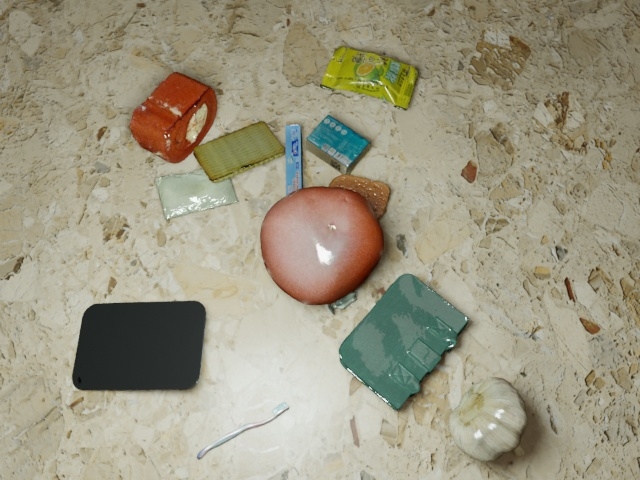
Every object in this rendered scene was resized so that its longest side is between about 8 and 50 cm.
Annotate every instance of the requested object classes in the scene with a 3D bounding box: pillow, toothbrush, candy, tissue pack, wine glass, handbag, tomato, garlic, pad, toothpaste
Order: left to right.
[{"bbox_3d":[-0.490,0.264,1.725,0.376,0.063,0.314,-2,69,11],"label":"pad"},{"bbox_3d":[-0.377,-0.153,1.876,0.230,0.050,0.148,-15,74,-6],"label":"pillow"},{"bbox_3d":[-0.204,0.501,1.629,0.269,0.021,0.027,-27,58,-10],"label":"toothbrush"},{"bbox_3d":[-0.079,-0.222,1.890,0.053,0.066,0.272,-1,68,0],"label":"toothpaste"},{"bbox_3d":[0.000,0.000,1.682,0.342,0.273,0.341,0,84,-1],"label":"tomato"},{"bbox_3d":[0.052,-0.293,1.909,0.169,0.082,0.120,36,72,13],"label":"tissue pack"},{"bbox_3d":[0.060,0.173,1.747,0.083,0.039,0.042,-31,101,-13],"label":"wine glass"},{"bbox_3d":[0.163,-0.530,2.003,0.297,0.081,0.187,18,68,7],"label":"candy"},{"bbox_3d":[0.224,0.271,1.684,0.238,0.089,0.326,39,73,14],"label":"handbag"},{"bbox_3d":[0.456,0.474,1.569,0.212,0.218,0.218,39,71,-16],"label":"garlic"}]

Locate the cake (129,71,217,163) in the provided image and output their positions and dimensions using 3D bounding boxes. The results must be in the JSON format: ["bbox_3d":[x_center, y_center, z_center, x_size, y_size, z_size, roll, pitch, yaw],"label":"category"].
[{"bbox_3d":[-0.445,-0.371,1.895,0.151,0.177,0.283,28,66,11],"label":"cake"}]

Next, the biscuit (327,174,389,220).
[{"bbox_3d":[0.102,-0.104,1.860,0.192,0.036,0.186,12,72,5],"label":"biscuit"}]

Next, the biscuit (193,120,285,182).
[{"bbox_3d":[-0.253,-0.272,1.904,0.255,0.029,0.172,-24,55,-15],"label":"biscuit"}]
